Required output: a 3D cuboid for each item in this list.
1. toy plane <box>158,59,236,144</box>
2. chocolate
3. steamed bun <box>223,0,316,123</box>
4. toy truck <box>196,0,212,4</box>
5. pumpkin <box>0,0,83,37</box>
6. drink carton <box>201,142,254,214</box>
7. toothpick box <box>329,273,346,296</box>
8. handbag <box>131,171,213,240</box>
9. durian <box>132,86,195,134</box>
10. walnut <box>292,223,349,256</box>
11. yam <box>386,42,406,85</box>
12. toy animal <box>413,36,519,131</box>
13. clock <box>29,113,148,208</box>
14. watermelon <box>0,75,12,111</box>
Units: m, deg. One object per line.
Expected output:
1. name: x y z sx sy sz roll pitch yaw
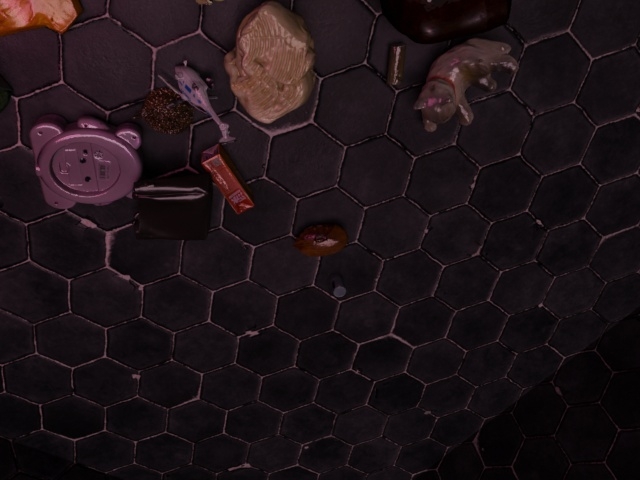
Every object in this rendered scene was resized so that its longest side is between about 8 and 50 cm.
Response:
1. toy plane: -0.352 -0.409 1.690 0.182 0.273 0.107 -5 147 -37
2. chocolate: 0.317 -0.723 1.555 0.331 0.383 0.383 -8 125 11
3. steamed bun: -0.135 -0.522 1.669 0.276 0.203 0.289 -25 110 17
4. toy truck: -0.338 -0.711 1.573 0.191 0.085 0.116 9 130 -15
5. pumpkin: -0.750 -0.673 1.517 0.290 0.095 0.258 -6 119 -11
6. drink carton: -0.303 -0.201 1.900 0.071 0.096 0.223 -27 123 7
7. toothpick box: 0.067 0.172 2.216 0.052 0.083 0.052 -5 123 -8
8. handbag: -0.478 -0.105 1.861 0.257 0.113 0.285 -6 147 -20
9. durian: -0.477 -0.381 1.756 0.189 0.091 0.148 -6 123 -4
10. walnut: 0.000 0.000 2.085 0.207 0.115 0.115 -11 124 5
11. yam: 0.236 -0.548 1.801 0.054 0.054 0.132 -2 122 -9
12. toy animal: 0.430 -0.483 1.756 0.308 0.188 0.266 1 94 32
13. clock: -0.710 -0.242 1.792 0.322 0.113 0.295 -3 123 -10
14. watermelon: -1.024 -0.436 1.612 0.213 0.201 0.262 -26 166 6
